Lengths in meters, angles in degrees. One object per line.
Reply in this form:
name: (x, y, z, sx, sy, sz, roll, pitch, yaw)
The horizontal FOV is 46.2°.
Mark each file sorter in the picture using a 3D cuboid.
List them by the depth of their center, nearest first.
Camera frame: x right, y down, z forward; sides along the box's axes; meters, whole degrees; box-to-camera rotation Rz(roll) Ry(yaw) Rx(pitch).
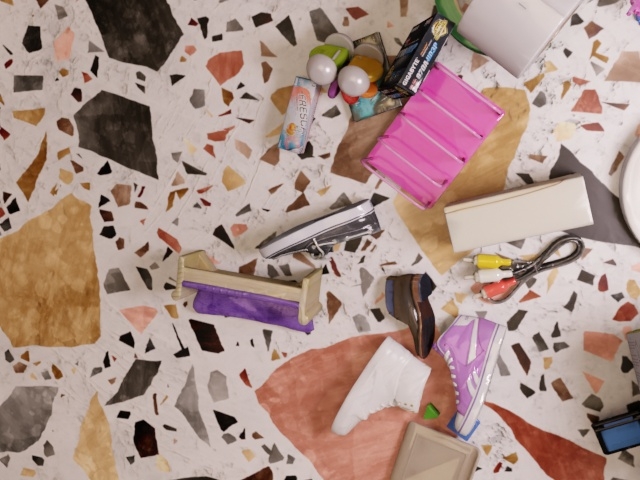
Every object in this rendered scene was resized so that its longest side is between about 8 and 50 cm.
file sorter: (0.255, -0.239, 1.732, 0.202, 0.182, 0.291, 38, 105, 5)

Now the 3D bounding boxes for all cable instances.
cable: (0.486, 0.076, 1.777, 0.287, 0.072, 0.140, -13, 100, 15)

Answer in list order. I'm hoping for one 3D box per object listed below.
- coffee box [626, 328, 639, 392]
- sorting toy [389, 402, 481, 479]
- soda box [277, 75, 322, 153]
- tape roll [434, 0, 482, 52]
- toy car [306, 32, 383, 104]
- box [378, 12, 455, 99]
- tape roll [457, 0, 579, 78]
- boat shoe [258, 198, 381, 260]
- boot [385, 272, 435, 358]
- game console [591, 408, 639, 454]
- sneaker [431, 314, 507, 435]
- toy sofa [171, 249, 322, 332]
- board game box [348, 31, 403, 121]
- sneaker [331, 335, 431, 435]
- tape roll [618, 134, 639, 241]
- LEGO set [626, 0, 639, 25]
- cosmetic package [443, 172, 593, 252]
coffee box: (0.854, 0.313, 1.544, 0.337, 0.338, 0.335, -13, 78, 15)
sorting toy: (0.291, 0.573, 1.910, 0.195, 0.047, 0.348, 20, 100, 18)
soda box: (-0.051, -0.310, 1.861, 0.058, 0.063, 0.183, 17, 102, 12)
tape roll: (0.418, -0.581, 1.698, 0.321, 0.077, 0.322, 2, 99, 13)
toy car: (0.056, -0.391, 1.768, 0.181, 0.159, 0.136, 22, 140, 11)
box: (0.211, -0.408, 1.687, 0.051, 0.220, 0.175, 29, 94, -10)
tape roll: (0.423, -0.481, 1.546, 0.169, 0.246, 0.246, 40, 105, 5)
boat shoe: (0.000, -0.001, 1.870, 0.306, 0.113, 0.105, -23, 98, 1)
boot: (0.222, 0.184, 1.871, 0.106, 0.082, 0.219, 4, 104, 36)
game console: (0.715, 0.454, 1.776, 0.122, 0.107, 0.071, -23, 64, 15)
sneaker: (0.338, 0.320, 1.830, 0.161, 0.102, 0.282, 16, 83, 15)
toy sofa: (-0.184, 0.141, 1.914, 0.362, 0.150, 0.177, 9, 99, 13)
board game box: (0.113, -0.397, 1.827, 0.126, 0.026, 0.186, -18, 93, 16)
sneaker: (0.159, 0.406, 1.888, 0.169, 0.108, 0.293, 34, 103, 11)
tape roll: (0.867, -0.118, 1.655, 0.391, 0.072, 0.392, 2, 99, 15)
LEGO set: (0.748, -0.450, 1.626, 0.227, 0.087, 0.093, 34, 89, 7)
cosmetic package: (0.449, -0.064, 1.722, 0.309, 0.160, 0.113, -14, 94, 15)
